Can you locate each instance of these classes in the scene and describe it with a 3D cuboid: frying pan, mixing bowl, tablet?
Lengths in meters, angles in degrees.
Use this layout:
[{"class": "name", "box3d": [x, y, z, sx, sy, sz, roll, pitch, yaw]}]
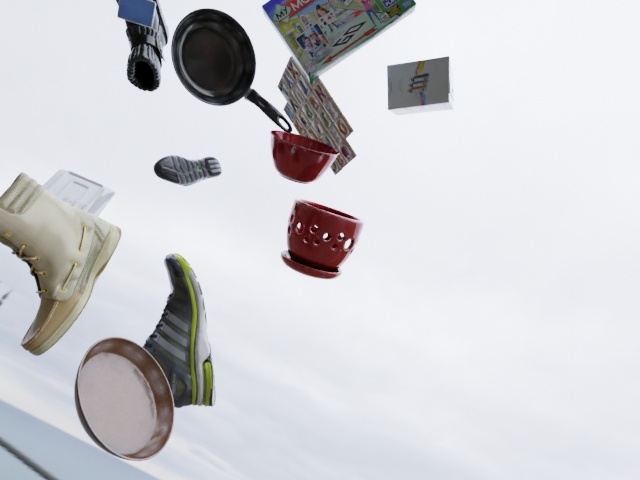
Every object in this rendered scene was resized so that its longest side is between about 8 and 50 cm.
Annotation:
[{"class": "frying pan", "box3d": [-0.185, -0.390, 0.975, 0.326, 0.197, 0.053, 10, 6, -41]}, {"class": "mixing bowl", "box3d": [-0.053, -0.205, 1.081, 0.181, 0.181, 0.098, 22, -70, 8]}, {"class": "tablet", "box3d": [-0.409, -0.513, 0.945, 0.083, 0.006, 0.054, 18, -74, 2]}]

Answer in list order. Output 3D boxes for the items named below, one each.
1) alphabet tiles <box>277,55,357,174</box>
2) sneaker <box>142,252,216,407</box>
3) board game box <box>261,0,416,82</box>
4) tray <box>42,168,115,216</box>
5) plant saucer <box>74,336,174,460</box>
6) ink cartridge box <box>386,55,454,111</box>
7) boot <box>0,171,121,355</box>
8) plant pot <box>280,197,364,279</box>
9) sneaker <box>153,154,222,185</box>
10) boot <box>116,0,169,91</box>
[{"class": "alphabet tiles", "box3d": [-0.017, -0.369, 1.295, 0.343, 0.011, 0.285, 57, -21, -2]}, {"class": "sneaker", "box3d": [-0.274, 0.168, 0.796, 0.121, 0.300, 0.111, -8, -18, -18]}, {"class": "board game box", "box3d": [0.045, -0.574, 1.053, 0.213, 0.317, 0.046, 56, 2, -1]}, {"class": "tray", "box3d": [-0.606, -0.085, 1.008, 0.145, 0.270, 0.030, 25, -57, -18]}, {"class": "plant saucer", "box3d": [-0.262, 0.211, 0.565, 0.029, 0.168, 0.168, -29, -54, 9]}, {"class": "ink cartridge box", "box3d": [0.293, -0.442, 1.231, 0.176, 0.128, 0.127, 1, -83, 22]}, {"class": "boot", "box3d": [-0.482, 0.037, 0.709, 0.095, 0.262, 0.203, -7, -36, 39]}, {"class": "plant pot", "box3d": [0.000, 0.000, 1.097, 0.191, 0.174, 0.191, 16, 9, -3]}, {"class": "sneaker", "box3d": [-0.411, -0.191, 1.248, 0.132, 0.228, 0.086, -15, -91, 35]}, {"class": "boot", "box3d": [-0.616, -0.708, 1.428, 0.131, 0.260, 0.348, 0, -24, 7]}]
